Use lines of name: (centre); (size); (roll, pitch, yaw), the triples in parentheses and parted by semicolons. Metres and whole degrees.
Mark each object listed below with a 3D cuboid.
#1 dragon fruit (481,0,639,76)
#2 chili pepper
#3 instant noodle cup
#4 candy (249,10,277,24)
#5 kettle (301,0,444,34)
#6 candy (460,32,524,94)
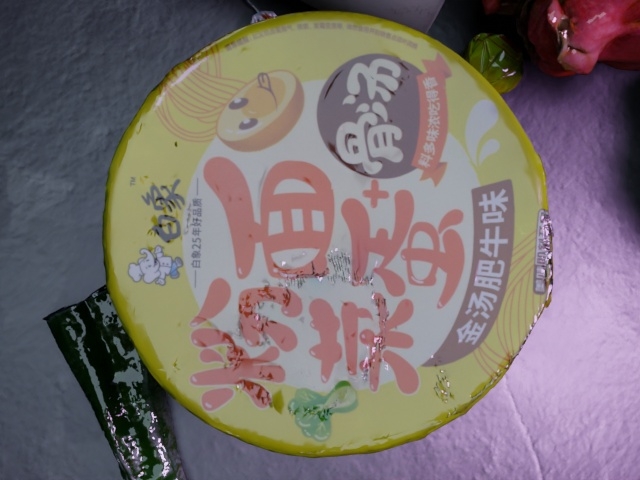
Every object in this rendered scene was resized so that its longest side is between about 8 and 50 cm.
dragon fruit: (0.268, -0.277, 0.659); (0.225, 0.305, 0.306); (-18, 87, -15)
chili pepper: (-0.153, 0.149, 0.660); (0.088, 0.059, 0.227); (-24, 90, -16)
instant noodle cup: (0.000, 0.000, 0.612); (0.311, 0.221, 0.312); (0, 87, -7)
candy: (0.005, -0.160, 0.727); (0.175, 0.043, 0.045); (35, 70, -4)
kettle: (0.013, -0.312, 0.701); (0.255, 0.165, 0.240); (24, 51, -3)
candy: (0.128, -0.120, 0.746); (0.062, 0.058, 0.194); (36, 87, 24)
